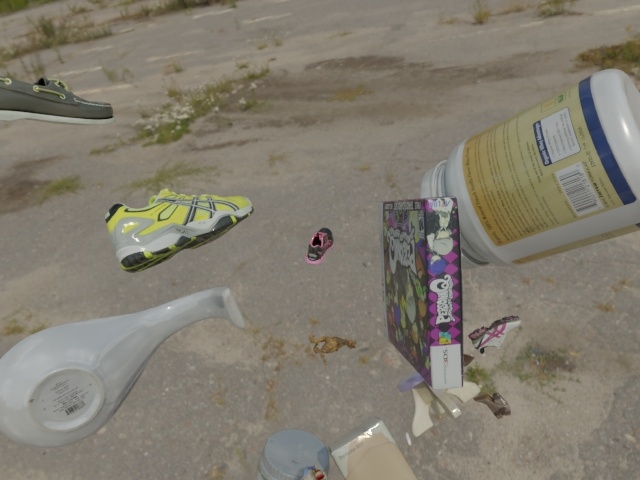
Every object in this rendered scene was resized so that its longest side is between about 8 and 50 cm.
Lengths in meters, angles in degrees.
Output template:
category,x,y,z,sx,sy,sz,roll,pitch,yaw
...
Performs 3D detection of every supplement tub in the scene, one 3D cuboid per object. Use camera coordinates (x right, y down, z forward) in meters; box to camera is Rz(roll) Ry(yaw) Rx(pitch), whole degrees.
category,x,y,z,sx,sy,sz,roll,pitch,yaw
supplement tub,0.340,-0.089,0.750,0.316,0.228,0.228,-24,21,42

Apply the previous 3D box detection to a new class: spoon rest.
category,x,y,z,sx,sy,sz,roll,pitch,yaw
spoon rest,-0.228,0.134,0.558,0.276,0.137,0.084,-26,19,-20

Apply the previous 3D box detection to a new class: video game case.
category,x,y,z,sx,sy,sz,roll,pitch,yaw
video game case,0.122,0.051,0.627,0.041,0.210,0.232,-4,4,-6

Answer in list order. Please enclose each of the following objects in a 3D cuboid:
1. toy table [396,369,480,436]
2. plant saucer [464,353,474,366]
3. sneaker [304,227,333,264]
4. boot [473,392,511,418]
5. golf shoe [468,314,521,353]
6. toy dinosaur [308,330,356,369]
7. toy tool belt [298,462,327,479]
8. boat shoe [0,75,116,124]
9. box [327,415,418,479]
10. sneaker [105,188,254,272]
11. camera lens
category,x,y,z,sx,sy,sz,roll,pitch,yaw
toy table,0.351,0.474,1.507,0.252,0.274,0.161,-35,75,3
plant saucer,0.300,0.293,1.218,0.168,0.168,0.029,4,73,25
sneaker,0.000,0.000,1.032,0.047,0.057,0.119,8,35,12
boot,0.602,0.580,1.682,0.042,0.087,0.118,-22,-6,-42
golf shoe,0.589,0.311,1.602,0.186,0.086,0.067,-37,-16,34
toy dinosaur,0.021,0.274,1.256,0.112,0.064,0.211,-2,1,31
toy tool belt,-0.023,0.534,1.094,0.052,0.083,0.051,10,33,-31
boat shoe,-0.552,-0.279,0.956,0.109,0.091,0.305,12,15,35
box,0.156,0.575,1.089,0.148,0.121,0.311,-31,78,-10
sneaker,-0.305,-0.060,1.115,0.145,0.147,0.384,-33,-4,37
camera lens,-0.094,0.754,1.473,0.219,0.274,0.219,11,18,-4
